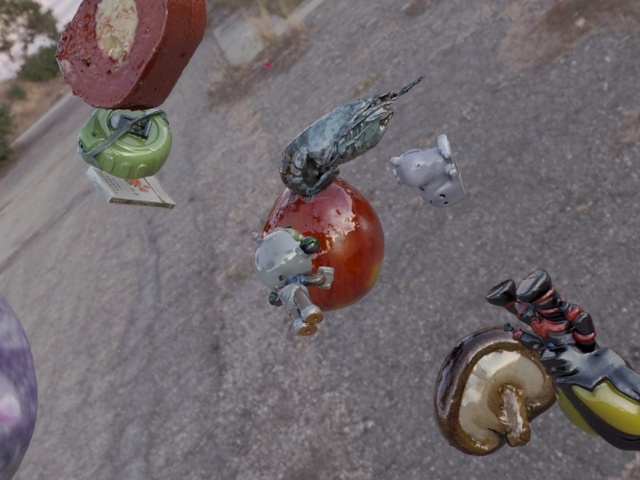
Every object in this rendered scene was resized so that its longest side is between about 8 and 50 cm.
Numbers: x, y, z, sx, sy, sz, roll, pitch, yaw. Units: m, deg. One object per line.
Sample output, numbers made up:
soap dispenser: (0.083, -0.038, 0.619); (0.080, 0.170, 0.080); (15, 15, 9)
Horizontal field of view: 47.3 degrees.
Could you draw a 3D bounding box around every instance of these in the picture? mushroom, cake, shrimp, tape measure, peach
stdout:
mushroom: (0.284, 0.242, 1.217); (0.231, 0.194, 0.138); (-30, -1, -6)
cake: (-0.313, -0.342, 1.240); (0.283, 0.177, 0.151); (-47, -7, 19)
shrimp: (0.044, -0.143, 0.939); (0.232, 0.079, 0.090); (-37, 15, 6)
tape measure: (-0.373, -0.203, 1.407); (0.106, 0.175, 0.200); (-54, 14, 43)
peach: (0.000, 0.000, 1.418); (0.238, 0.281, 0.281); (-20, 16, -12)

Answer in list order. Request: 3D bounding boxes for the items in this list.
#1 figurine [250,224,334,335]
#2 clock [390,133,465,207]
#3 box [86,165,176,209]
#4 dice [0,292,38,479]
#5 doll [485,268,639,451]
figurine: (-0.040, 0.056, 1.125); (0.197, 0.093, 0.147); (56, 129, 32)
clock: (0.208, -0.122, 1.410); (0.117, 0.176, 0.080); (-15, 56, 16)
box: (-0.441, -0.122, 1.713); (0.029, 0.109, 0.198); (-52, -28, 22)
dice: (-0.493, 0.166, 0.780); (0.270, 0.270, 0.271); (-33, 53, 8)
doll: (0.284, 0.141, 0.797); (0.088, 0.249, 0.127); (-41, 9, 2)
